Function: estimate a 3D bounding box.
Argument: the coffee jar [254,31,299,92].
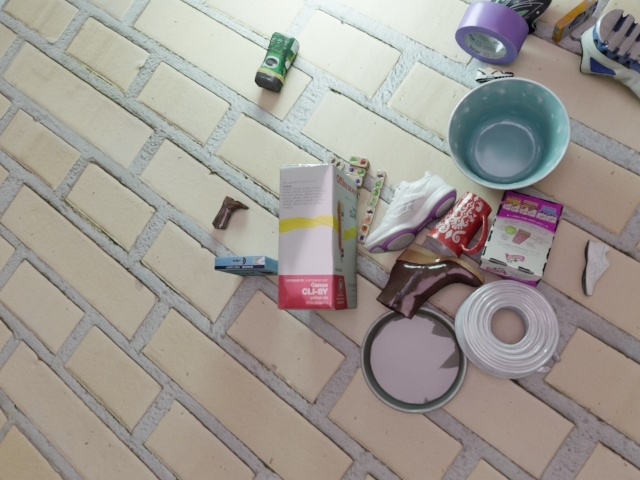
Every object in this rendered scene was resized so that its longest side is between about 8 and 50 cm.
[{"bbox_3d":[-0.145,-0.584,1.771,0.096,0.079,0.184,22,85,15],"label":"coffee jar"}]

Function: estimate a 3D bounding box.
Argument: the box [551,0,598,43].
[{"bbox_3d":[0.728,-0.635,1.537,0.136,0.081,0.028,-40,71,5],"label":"box"}]

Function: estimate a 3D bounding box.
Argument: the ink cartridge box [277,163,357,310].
[{"bbox_3d":[0.000,0.000,1.501,0.161,0.279,0.384,-2,84,17],"label":"ink cartridge box"}]

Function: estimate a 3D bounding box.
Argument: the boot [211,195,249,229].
[{"bbox_3d":[-0.292,-0.077,1.738,0.106,0.037,0.114,23,83,31],"label":"boot"}]

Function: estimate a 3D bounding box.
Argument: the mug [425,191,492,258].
[{"bbox_3d":[0.405,-0.034,1.501,0.150,0.113,0.169,37,87,23],"label":"mug"}]

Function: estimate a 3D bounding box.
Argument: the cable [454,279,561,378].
[{"bbox_3d":[0.489,0.231,1.413,0.257,0.089,0.257,-11,73,1],"label":"cable"}]

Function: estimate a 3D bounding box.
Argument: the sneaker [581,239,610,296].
[{"bbox_3d":[0.727,0.074,1.418,0.061,0.054,0.152,10,82,14],"label":"sneaker"}]

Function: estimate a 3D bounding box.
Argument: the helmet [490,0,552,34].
[{"bbox_3d":[0.576,-0.686,1.546,0.170,0.161,0.169,-3,79,15],"label":"helmet"}]

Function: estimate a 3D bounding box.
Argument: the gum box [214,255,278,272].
[{"bbox_3d":[-0.205,0.078,1.607,0.157,0.184,0.041,-2,79,15],"label":"gum box"}]

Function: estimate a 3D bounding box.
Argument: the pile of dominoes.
[{"bbox_3d":[0.078,-0.135,1.645,0.196,0.040,0.251,15,84,18],"label":"pile of dominoes"}]

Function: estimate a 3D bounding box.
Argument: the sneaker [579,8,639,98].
[{"bbox_3d":[0.827,-0.488,1.462,0.316,0.182,0.127,38,93,-11],"label":"sneaker"}]

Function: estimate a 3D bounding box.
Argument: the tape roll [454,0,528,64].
[{"bbox_3d":[0.488,-0.591,1.539,0.189,0.189,0.080,25,88,18],"label":"tape roll"}]

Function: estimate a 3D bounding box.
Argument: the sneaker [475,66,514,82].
[{"bbox_3d":[0.516,-0.494,1.591,0.109,0.040,0.043,4,79,16],"label":"sneaker"}]

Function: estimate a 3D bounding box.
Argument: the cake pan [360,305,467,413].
[{"bbox_3d":[0.259,0.329,1.499,0.293,0.054,0.293,-3,79,15],"label":"cake pan"}]

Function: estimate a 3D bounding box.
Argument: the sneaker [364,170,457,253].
[{"bbox_3d":[0.243,-0.079,1.567,0.305,0.114,0.152,-38,59,2],"label":"sneaker"}]

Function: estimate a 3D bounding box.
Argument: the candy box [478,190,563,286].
[{"bbox_3d":[0.536,-0.010,1.440,0.159,0.071,0.233,20,64,18],"label":"candy box"}]

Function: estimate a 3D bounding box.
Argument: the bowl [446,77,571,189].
[{"bbox_3d":[0.510,-0.269,1.485,0.312,0.163,0.311,-3,79,14],"label":"bowl"}]

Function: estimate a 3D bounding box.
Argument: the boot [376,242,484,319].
[{"bbox_3d":[0.302,0.134,1.492,0.249,0.090,0.206,24,75,29],"label":"boot"}]
